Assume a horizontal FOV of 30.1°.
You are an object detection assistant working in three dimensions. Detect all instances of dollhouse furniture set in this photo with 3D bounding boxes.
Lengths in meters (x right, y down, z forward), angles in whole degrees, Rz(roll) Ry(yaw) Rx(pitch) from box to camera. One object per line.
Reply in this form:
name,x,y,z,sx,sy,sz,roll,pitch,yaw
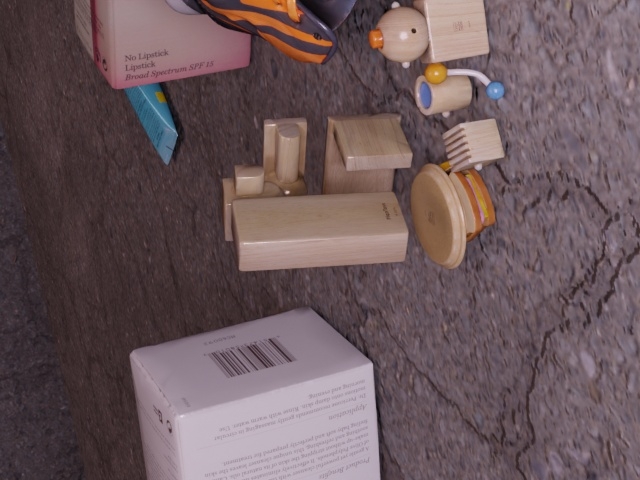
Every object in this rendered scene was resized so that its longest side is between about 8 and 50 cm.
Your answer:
dollhouse furniture set,0.000,0.000,0.879,0.151,0.144,0.123,-106,16,-51

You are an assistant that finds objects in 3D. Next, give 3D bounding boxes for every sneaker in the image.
sneaker,-0.048,-0.235,0.841,0.180,0.124,0.321,27,172,18

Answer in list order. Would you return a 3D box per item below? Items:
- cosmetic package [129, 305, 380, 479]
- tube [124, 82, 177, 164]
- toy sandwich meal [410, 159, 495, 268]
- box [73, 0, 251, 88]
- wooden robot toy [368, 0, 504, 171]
cosmetic package,-0.053,0.274,1.145,0.155,0.197,0.365,-143,46,-58
tube,-0.229,-0.200,1.509,0.207,0.052,0.080,64,160,16
toy sandwich meal,0.093,-0.020,0.846,0.085,0.029,0.085,167,90,-72
box,-0.151,-0.281,1.129,0.127,0.149,0.232,54,149,43
wooden robot toy,0.065,-0.128,0.780,0.076,0.079,0.173,-168,67,-66
